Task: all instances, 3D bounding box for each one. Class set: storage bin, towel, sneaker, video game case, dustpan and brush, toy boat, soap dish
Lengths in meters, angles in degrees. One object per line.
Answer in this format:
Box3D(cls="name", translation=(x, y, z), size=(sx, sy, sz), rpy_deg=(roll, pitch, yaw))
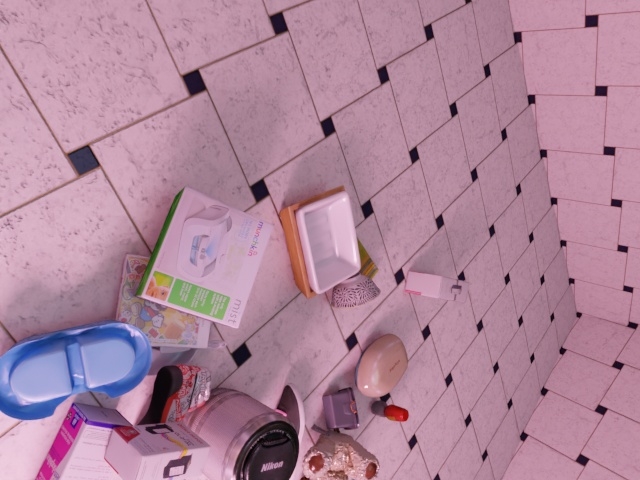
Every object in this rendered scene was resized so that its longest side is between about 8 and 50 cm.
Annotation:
Box3D(cls="storage bin", translation=(0.066, 0.568, 1.590), size=(0.091, 0.098, 0.135), rpy_deg=(4, 65, -34))
Box3D(cls="towel", translation=(0.125, 0.059, 1.645), size=(0.102, 0.021, 0.237), rpy_deg=(-53, 127, -26))
Box3D(cls="sneaker", translation=(-0.361, 0.433, 1.174), size=(0.145, 0.090, 0.270), rpy_deg=(16, 97, -54))
Box3D(cls="sneaker", translation=(-0.138, 0.577, 1.410), size=(0.146, 0.104, 0.296), rpy_deg=(11, 83, -36))
Box3D(cls="video game case", translation=(-0.367, 0.151, 1.142), size=(0.226, 0.026, 0.207), rpy_deg=(11, 81, -32))
Box3D(cls="dustpan and brush", translation=(-0.340, 0.264, 1.201), size=(0.211, 0.060, 0.148), rpy_deg=(4, 93, -44))
Box3D(cls="toy boat", translation=(0.220, 0.515, 1.733), size=(0.267, 0.148, 0.319), rpy_deg=(-26, 105, -44))
Box3D(cls="soap dish", translation=(0.000, 0.000, 1.451), size=(0.228, 0.118, 0.291), rpy_deg=(-26, 113, -38))

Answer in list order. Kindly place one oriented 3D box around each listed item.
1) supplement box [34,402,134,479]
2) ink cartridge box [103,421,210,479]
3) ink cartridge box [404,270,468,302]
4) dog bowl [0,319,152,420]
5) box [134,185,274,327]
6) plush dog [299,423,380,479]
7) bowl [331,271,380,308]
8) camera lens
Box3D(cls="supplement box", translation=(-0.518, 0.483, 1.027), size=(0.113, 0.111, 0.220), rpy_deg=(32, 73, -42))
Box3D(cls="ink cartridge box", translation=(-0.348, 0.456, 1.025), size=(0.175, 0.127, 0.073), rpy_deg=(19, 87, -51))
Box3D(cls="ink cartridge box", translation=(0.465, 0.185, 1.892), size=(0.217, 0.158, 0.092), rpy_deg=(16, 84, -44))
Box3D(cls="dog bowl", translation=(-0.511, 0.258, 0.992), size=(0.297, 0.074, 0.166), rpy_deg=(-10, 104, -29))
Box3D(cls="box", translation=(-0.269, 0.046, 1.114), size=(0.231, 0.126, 0.262), rpy_deg=(25, 74, -23))
Box3D(cls="plush dog", translation=(0.036, 0.756, 1.578), size=(0.262, 0.210, 0.226), rpy_deg=(13, 102, -16))
Box3D(cls="bowl", translation=(0.105, 0.151, 1.544), size=(0.170, 0.170, 0.080), rpy_deg=(-25, 103, -39))
Box3D(cls="camera lens", translation=(-0.206, 0.517, 1.216), size=(0.219, 0.274, 0.220), rpy_deg=(-8, 101, -43))
